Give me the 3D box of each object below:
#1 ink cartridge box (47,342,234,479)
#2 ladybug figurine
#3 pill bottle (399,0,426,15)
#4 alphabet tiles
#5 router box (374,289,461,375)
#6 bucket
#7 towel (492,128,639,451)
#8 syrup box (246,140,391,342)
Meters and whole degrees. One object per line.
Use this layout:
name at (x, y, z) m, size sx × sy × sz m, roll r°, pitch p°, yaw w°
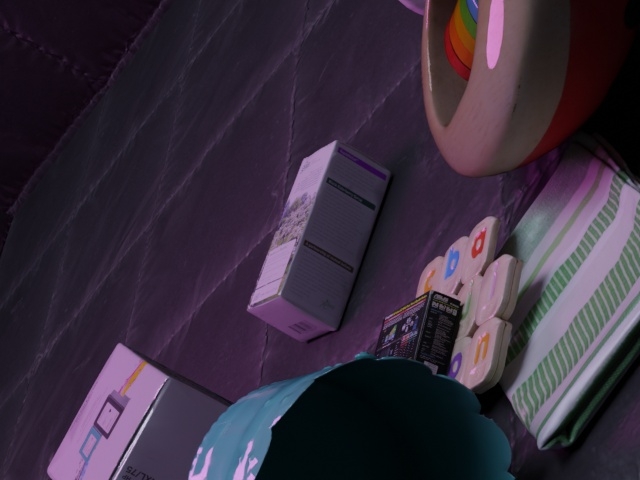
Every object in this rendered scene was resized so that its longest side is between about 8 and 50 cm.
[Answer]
ink cartridge box at (-0.185, 0.272, 2.112) m, size 0.197 × 0.198 × 0.270 m, roll -61°, pitch 20°, yaw -5°
ladybug figurine at (0.208, -0.224, 1.696) m, size 0.449 × 0.162 × 0.305 m, roll 116°, pitch 154°, yaw -74°
pill bottle at (0.156, -0.428, 2.297) m, size 0.169 × 0.169 × 0.301 m, roll -52°, pitch 20°, yaw 24°
alphabet tiles at (0.123, 0.123, 1.750) m, size 0.284 × 0.021 × 0.278 m, roll 136°, pitch 151°, yaw -58°
router box at (0.093, 0.111, 1.753) m, size 0.122 × 0.038 × 0.092 m, roll -36°, pitch 36°, yaw 63°
bucket at (0.022, 0.241, 1.524) m, size 0.183 × 0.281 × 0.281 m, roll -9°, pitch 54°, yaw 64°
towel at (0.235, 0.041, 1.618) m, size 0.248 × 0.038 × 0.325 m, roll -57°, pitch 19°, yaw 12°
syrup box at (0.000, 0.000, 2.189) m, size 0.093 × 0.096 × 0.237 m, roll -26°, pitch 39°, yaw 57°
